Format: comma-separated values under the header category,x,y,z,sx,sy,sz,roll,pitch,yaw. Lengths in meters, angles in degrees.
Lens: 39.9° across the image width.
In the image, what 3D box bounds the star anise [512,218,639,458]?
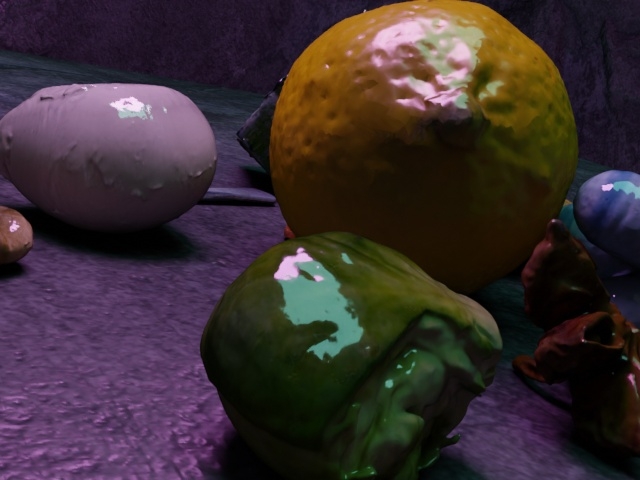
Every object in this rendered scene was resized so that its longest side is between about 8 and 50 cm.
category,x,y,z,sx,sy,sz,roll,pitch,yaw
star anise,0.214,0.087,0.677,0.196,0.111,0.212,49,3,38

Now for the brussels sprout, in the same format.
category,x,y,z,sx,sy,sz,roll,pitch,yaw
brussels sprout,0.014,0.066,0.525,0.145,0.131,0.183,28,24,33

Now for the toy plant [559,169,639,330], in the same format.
category,x,y,z,sx,sy,sz,roll,pitch,yaw
toy plant,0.358,0.027,0.842,0.247,0.247,0.332,-1,15,-45

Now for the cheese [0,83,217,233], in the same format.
category,x,y,z,sx,sy,sz,roll,pitch,yaw
cheese,-0.204,-0.084,0.892,0.198,0.154,0.189,-5,2,-44

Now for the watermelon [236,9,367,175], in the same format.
category,x,y,z,sx,sy,sz,roll,pitch,yaw
watermelon,0.012,-0.187,1.314,0.151,0.264,0.302,48,-4,-5

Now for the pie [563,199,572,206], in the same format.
category,x,y,z,sx,sy,sz,roll,pitch,yaw
pie,0.206,-0.085,1.181,0.257,0.105,0.274,0,29,-45

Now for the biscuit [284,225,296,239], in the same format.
category,x,y,z,sx,sy,sz,roll,pitch,yaw
biscuit,0.000,0.000,1.040,0.091,0.015,0.078,17,16,21

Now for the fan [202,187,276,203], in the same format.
category,x,y,z,sx,sy,sz,roll,pitch,yaw
fan,-0.168,-0.060,1.127,0.057,0.023,0.282,25,17,39

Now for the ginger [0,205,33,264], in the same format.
category,x,y,z,sx,sy,sz,roll,pitch,yaw
ginger,-0.329,-0.018,0.715,0.214,0.059,0.133,17,9,11

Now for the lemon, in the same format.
category,x,y,z,sx,sy,sz,roll,pitch,yaw
lemon,0.099,-0.091,0.900,0.336,0.336,0.336,12,13,-3
